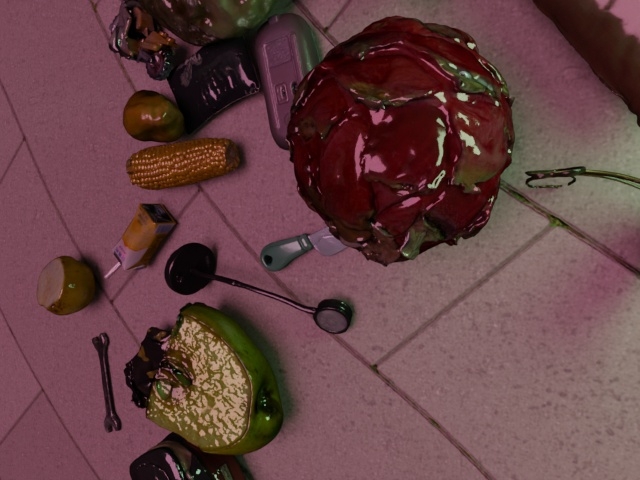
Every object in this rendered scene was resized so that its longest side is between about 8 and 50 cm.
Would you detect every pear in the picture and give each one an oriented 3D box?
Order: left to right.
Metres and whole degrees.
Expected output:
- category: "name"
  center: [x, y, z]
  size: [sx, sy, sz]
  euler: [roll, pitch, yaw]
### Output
- category: "pear"
  center: [-0.600, 0.111, 1.195]
  size: [0.141, 0.104, 0.141]
  euler: [-13, 66, 31]
- category: "pear"
  center: [-0.176, 0.268, 0.961]
  size: [0.255, 0.164, 0.239]
  euler: [21, 95, 19]

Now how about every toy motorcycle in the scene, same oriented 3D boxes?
- category: "toy motorcycle"
  center: [-0.360, -0.423, 1.008]
  size: [0.229, 0.094, 0.130]
  euler: [42, 114, 29]

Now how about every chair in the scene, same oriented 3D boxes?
- category: "chair"
  center: [0.423, -0.003, 0.616]
  size: [0.325, 0.159, 0.170]
  euler: [4, 97, 23]

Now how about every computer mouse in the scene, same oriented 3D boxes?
- category: "computer mouse"
  center: [-0.052, -0.278, 0.887]
  size: [0.120, 0.057, 0.233]
  euler: [-10, 93, 28]

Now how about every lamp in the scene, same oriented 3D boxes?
- category: "lamp"
  center: [-0.112, 0.076, 0.955]
  size: [0.370, 0.109, 0.130]
  euler: [5, 128, 19]

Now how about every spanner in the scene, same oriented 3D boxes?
- category: "spanner"
  center: [-0.530, 0.353, 1.232]
  size: [0.054, 0.015, 0.255]
  euler: [-5, 93, 30]

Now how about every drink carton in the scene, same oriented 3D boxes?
- category: "drink carton"
  center: [-0.401, 0.012, 1.093]
  size: [0.084, 0.074, 0.200]
  euler: [48, 115, 16]

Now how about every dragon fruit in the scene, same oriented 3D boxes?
- category: "dragon fruit"
  center: [0.105, -0.137, 0.685]
  size: [0.329, 0.329, 0.330]
  euler: [3, 97, 27]

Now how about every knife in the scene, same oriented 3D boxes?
- category: "knife"
  center: [0.000, 0.002, 0.907]
  size: [0.260, 0.034, 0.063]
  euler: [-21, 90, 25]

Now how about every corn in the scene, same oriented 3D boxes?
- category: "corn"
  center: [-0.278, -0.154, 1.001]
  size: [0.260, 0.091, 0.091]
  euler: [-2, 54, 28]

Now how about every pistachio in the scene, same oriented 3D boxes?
- category: "pistachio"
  center: [-0.335, -0.240, 0.988]
  size: [0.189, 0.110, 0.100]
  euler: [40, 150, 52]

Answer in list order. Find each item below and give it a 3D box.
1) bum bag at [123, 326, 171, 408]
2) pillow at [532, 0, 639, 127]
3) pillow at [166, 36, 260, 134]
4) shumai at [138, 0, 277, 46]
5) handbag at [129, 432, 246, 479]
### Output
- category: "bum bag"
  center: [-0.377, 0.278, 1.117]
  size: [0.106, 0.060, 0.233]
  euler: [41, 115, 8]
- category: "pillow"
  center: [0.429, -0.346, 0.596]
  size: [0.305, 0.108, 0.308]
  euler: [-41, 76, 24]
- category: "pillow"
  center: [-0.211, -0.312, 0.966]
  size: [0.208, 0.055, 0.142]
  euler: [-20, 88, 31]
- category: "shumai"
  center: [-0.253, -0.538, 0.802]
  size: [0.397, 0.323, 0.324]
  euler: [38, 102, 25]
- category: "handbag"
  center: [-0.254, 0.511, 1.011]
  size: [0.181, 0.181, 0.255]
  euler: [-32, 81, 27]
